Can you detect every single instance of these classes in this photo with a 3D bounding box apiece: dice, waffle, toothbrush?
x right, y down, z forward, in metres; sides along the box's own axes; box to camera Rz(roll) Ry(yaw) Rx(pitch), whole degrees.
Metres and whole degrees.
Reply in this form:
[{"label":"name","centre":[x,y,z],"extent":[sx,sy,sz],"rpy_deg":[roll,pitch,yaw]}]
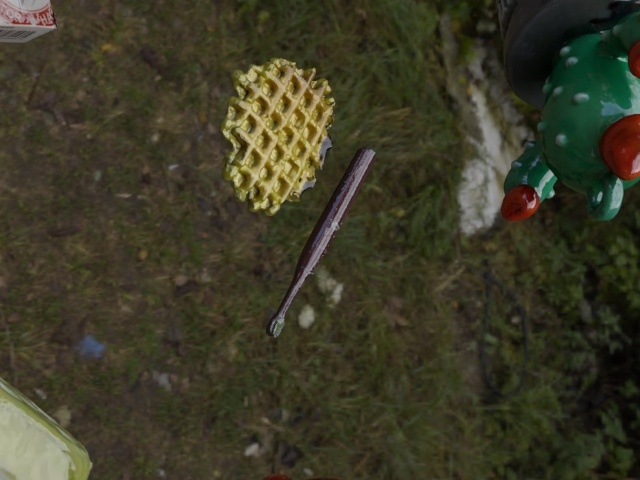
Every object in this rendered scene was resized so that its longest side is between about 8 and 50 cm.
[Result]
[{"label":"dice","centre":[-0.343,0.222,0.910],"extent":[0.166,0.169,0.169],"rpy_deg":[-50,117,-16]},{"label":"waffle","centre":[-0.081,-0.205,1.853],"extent":[0.307,0.060,0.311],"rpy_deg":[-2,99,-46]},{"label":"toothbrush","centre":[-0.001,0.000,1.564],"extent":[0.041,0.041,0.364],"rpy_deg":[40,72,-37]}]

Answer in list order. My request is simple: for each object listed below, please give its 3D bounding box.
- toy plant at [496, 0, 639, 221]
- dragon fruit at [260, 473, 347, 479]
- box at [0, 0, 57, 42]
[{"label":"toy plant","centre":[0.290,-0.185,1.033],"extent":[0.185,0.279,0.400],"rpy_deg":[28,43,-33]},{"label":"dragon fruit","centre":[0.000,0.339,0.841],"extent":[0.130,0.295,0.268],"rpy_deg":[12,61,-48]},{"label":"box","centre":[-0.439,-0.313,0.928],"extent":[0.353,0.069,0.214],"rpy_deg":[-16,94,-57]}]
